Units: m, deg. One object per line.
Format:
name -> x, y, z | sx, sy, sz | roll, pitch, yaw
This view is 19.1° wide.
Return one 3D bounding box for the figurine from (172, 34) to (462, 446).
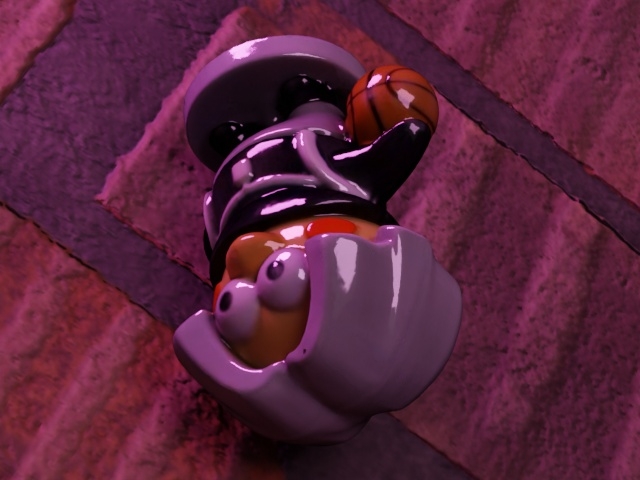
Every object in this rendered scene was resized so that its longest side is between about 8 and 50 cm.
figurine -> 0.000, 0.000, 1.080 | 0.133, 0.176, 0.236 | 32, 37, -38
